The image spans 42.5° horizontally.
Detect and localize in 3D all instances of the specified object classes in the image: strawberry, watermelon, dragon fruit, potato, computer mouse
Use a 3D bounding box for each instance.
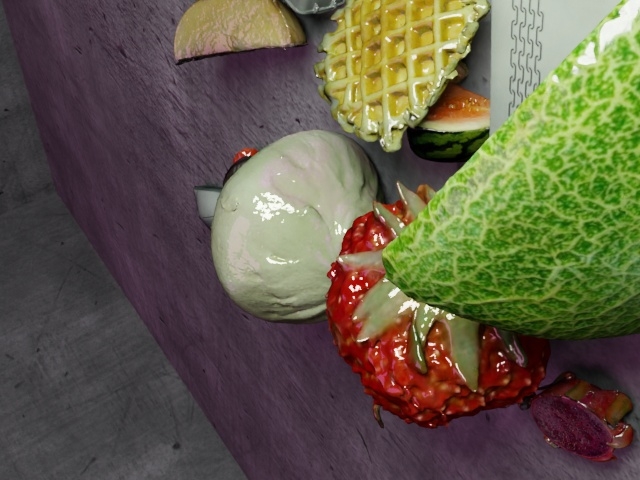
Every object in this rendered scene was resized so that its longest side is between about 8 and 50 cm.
[{"bbox_3d":[0.129,0.112,0.988,0.292,0.292,0.343,51,156,25],"label":"strawberry"},{"bbox_3d":[0.149,-0.133,0.937,0.135,0.125,0.094,109,149,-81],"label":"watermelon"},{"bbox_3d":[0.314,0.205,0.980,0.126,0.068,0.112,-15,113,53],"label":"dragon fruit"},{"bbox_3d":[-0.101,-0.320,1.201,0.243,0.138,0.098,3,108,36],"label":"potato"},{"bbox_3d":[-0.242,-0.067,1.822,0.229,0.068,0.113,7,119,62],"label":"computer mouse"}]

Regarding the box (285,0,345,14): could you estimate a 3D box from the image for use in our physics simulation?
[{"bbox_3d":[-0.018,-0.355,1.051,0.122,0.084,0.069,53,145,21],"label":"box"}]

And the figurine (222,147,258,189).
[{"bbox_3d":[-0.095,-0.046,1.506,0.246,0.110,0.138,63,175,-17],"label":"figurine"}]

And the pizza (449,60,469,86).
[{"bbox_3d":[0.136,-0.198,0.965,0.108,0.026,0.123,22,131,45],"label":"pizza"}]

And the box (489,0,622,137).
[{"bbox_3d":[0.243,-0.126,0.771,0.210,0.045,0.270,27,140,39],"label":"box"}]

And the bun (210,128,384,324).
[{"bbox_3d":[0.000,0.000,1.143,0.187,0.293,0.293,34,144,38],"label":"bun"}]

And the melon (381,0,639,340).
[{"bbox_3d":[0.241,-0.087,0.588,0.343,0.331,0.226,115,160,-55],"label":"melon"}]

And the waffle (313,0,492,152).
[{"bbox_3d":[0.080,-0.212,0.891,0.214,0.054,0.208,-54,48,14],"label":"waffle"}]
